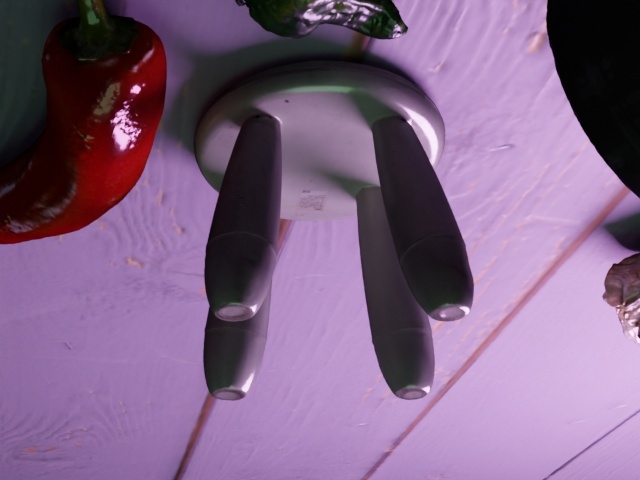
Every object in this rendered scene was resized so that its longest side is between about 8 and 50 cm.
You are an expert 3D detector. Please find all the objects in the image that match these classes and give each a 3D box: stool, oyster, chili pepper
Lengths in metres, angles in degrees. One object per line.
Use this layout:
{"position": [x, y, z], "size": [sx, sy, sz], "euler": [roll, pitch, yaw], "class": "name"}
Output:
{"position": [0.000, 0.000, 0.796], "size": [0.195, 0.198, 0.195], "euler": [2, 151, -5], "class": "stool"}
{"position": [0.338, 0.025, 1.008], "size": [0.163, 0.081, 0.191], "euler": [-18, 140, -22], "class": "oyster"}
{"position": [-0.003, -0.142, 0.631], "size": [0.073, 0.050, 0.182], "euler": [-5, -175, 18], "class": "chili pepper"}
{"position": [-0.197, -0.067, 0.775], "size": [0.137, 0.091, 0.368], "euler": [24, 140, -21], "class": "chili pepper"}

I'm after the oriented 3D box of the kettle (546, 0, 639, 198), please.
{"position": [0.264, -0.165, 0.536], "size": [0.268, 0.207, 0.290], "euler": [46, 140, -5], "class": "kettle"}
